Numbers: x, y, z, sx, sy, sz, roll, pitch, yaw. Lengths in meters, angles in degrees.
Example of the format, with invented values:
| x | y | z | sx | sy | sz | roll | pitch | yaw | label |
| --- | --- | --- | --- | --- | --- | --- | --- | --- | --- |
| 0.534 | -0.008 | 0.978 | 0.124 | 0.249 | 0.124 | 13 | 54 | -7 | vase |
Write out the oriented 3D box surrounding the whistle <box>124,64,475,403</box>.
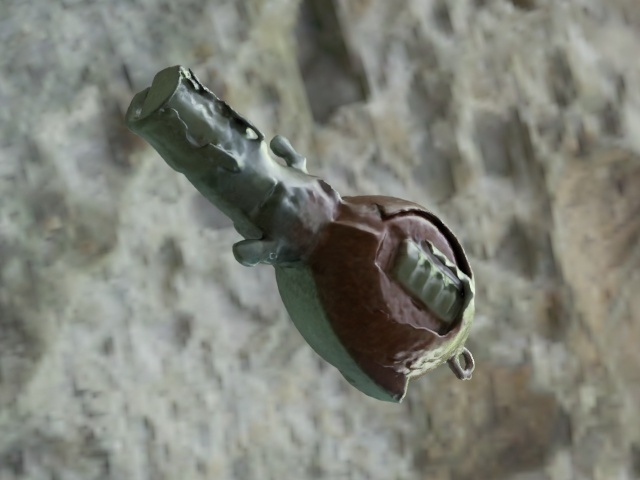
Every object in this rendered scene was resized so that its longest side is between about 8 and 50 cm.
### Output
| x | y | z | sx | sy | sz | roll | pitch | yaw | label |
| --- | --- | --- | --- | --- | --- | --- | --- | --- | --- |
| 0.001 | -0.001 | 1.428 | 0.346 | 0.134 | 0.142 | 42 | -112 | -26 | whistle |
